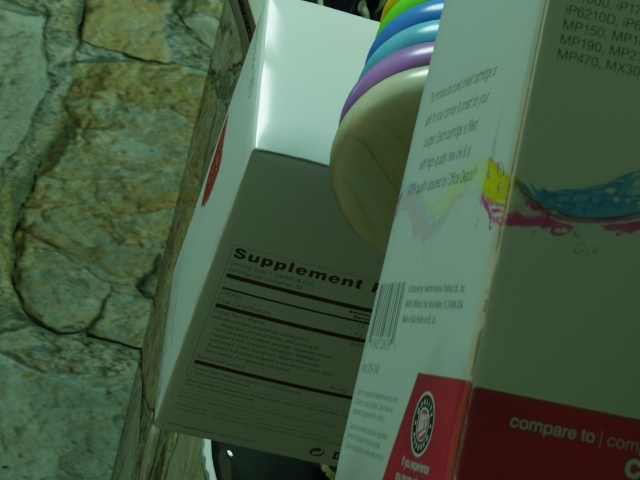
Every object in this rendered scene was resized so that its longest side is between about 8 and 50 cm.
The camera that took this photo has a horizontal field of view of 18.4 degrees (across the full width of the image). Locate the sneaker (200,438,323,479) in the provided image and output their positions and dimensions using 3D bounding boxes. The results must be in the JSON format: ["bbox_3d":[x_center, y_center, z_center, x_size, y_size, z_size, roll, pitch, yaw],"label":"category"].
[{"bbox_3d":[-0.028,0.118,1.675,0.124,0.107,0.283,122,159,-46],"label":"sneaker"}]

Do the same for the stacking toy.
[{"bbox_3d":[0.085,-0.128,1.290,0.330,0.141,0.141,-84,11,-54],"label":"stacking toy"}]

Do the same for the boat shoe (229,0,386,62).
[{"bbox_3d":[0.008,-0.197,1.869,0.127,0.158,0.340,-179,73,-75],"label":"boat shoe"}]

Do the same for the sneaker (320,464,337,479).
[{"bbox_3d":[0.022,0.149,1.570,0.035,0.031,0.083,-43,38,49],"label":"sneaker"}]

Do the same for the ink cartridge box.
[{"bbox_3d":[0.115,-0.006,0.938,0.226,0.131,0.306,176,108,-80],"label":"ink cartridge box"}]

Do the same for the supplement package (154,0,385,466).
[{"bbox_3d":[0.000,0.000,1.438,0.177,0.175,0.293,-87,14,-47],"label":"supplement package"}]
